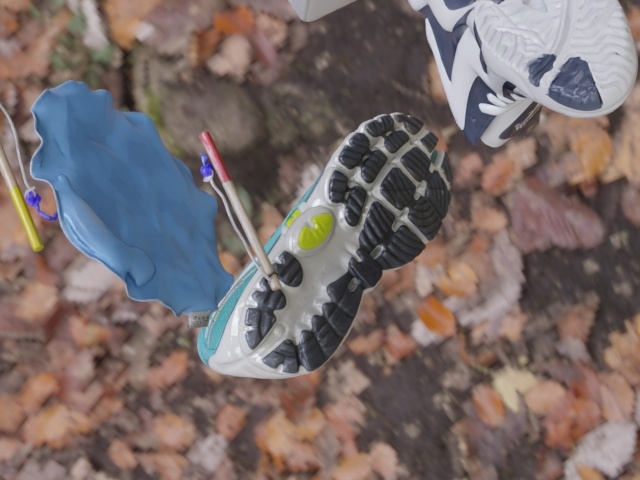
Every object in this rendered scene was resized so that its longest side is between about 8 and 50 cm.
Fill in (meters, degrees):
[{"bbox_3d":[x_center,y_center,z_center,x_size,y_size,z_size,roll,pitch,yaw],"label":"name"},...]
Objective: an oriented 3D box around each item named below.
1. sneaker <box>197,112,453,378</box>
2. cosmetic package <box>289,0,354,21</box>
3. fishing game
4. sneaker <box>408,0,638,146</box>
[{"bbox_3d":[0.000,0.000,1.462,0.275,0.107,0.110,-47,17,-31],"label":"sneaker"},{"bbox_3d":[0.042,-0.229,0.921,0.183,0.151,0.151,-26,79,-11],"label":"cosmetic package"},{"bbox_3d":[-0.129,-0.022,1.273,0.041,0.264,0.189,-37,69,25],"label":"fishing game"},{"bbox_3d":[0.140,-0.111,1.250,0.094,0.153,0.235,-38,43,-13],"label":"sneaker"}]
